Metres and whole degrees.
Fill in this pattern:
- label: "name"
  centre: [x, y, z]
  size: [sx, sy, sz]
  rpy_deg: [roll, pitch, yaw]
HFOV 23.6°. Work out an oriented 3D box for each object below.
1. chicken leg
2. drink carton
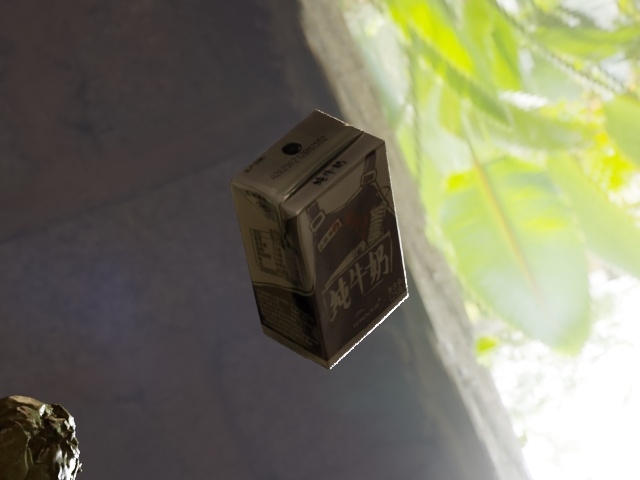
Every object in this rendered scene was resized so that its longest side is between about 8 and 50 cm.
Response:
- label: "chicken leg"
  centre: [-0.466, 0.325, 1.830]
  size: [0.429, 0.153, 0.201]
  rpy_deg: [-34, -175, -29]
- label: "drink carton"
  centre: [0.001, -0.001, 1.537]
  size: [0.102, 0.222, 0.134]
  rpy_deg: [28, -126, 36]
